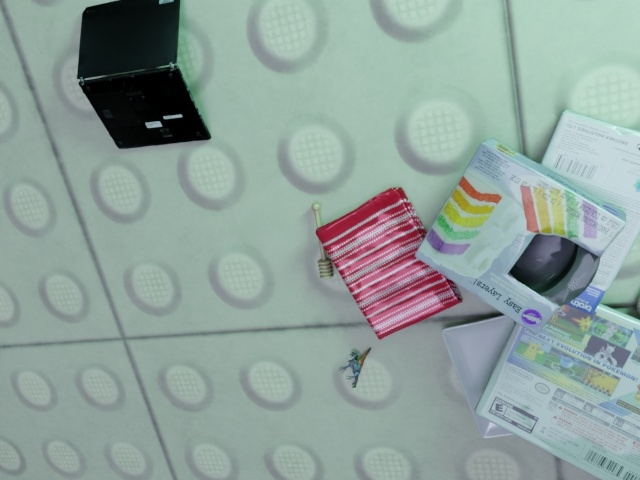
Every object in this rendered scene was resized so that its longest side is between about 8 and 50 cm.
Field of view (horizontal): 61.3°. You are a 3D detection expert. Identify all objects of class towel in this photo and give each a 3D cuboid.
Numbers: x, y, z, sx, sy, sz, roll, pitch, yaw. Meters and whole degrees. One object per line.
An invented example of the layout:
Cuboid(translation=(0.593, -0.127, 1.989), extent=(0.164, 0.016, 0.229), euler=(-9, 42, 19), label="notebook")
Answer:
Cuboid(translation=(0.135, 0.050, 1.076), extent=(0.199, 0.031, 0.274), euler=(-27, 100, 18), label="towel")

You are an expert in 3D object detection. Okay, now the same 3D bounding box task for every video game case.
Cuboid(translation=(0.493, 0.269, 0.982), extent=(0.329, 0.036, 0.299), euler=(25, 108, 20), label="video game case")

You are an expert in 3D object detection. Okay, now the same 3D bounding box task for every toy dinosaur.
Cuboid(translation=(0.082, 0.288, 1.191), extent=(0.090, 0.047, 0.082), euler=(-17, 123, 12), label="toy dinosaur")

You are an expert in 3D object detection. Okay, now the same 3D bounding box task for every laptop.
Cuboid(translation=(-0.356, -0.340, 1.109), extent=(0.234, 0.136, 0.264), euler=(-2, 135, 19), label="laptop")

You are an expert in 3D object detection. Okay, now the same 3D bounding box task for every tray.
Cuboid(translation=(0.358, 0.277, 1.101), extent=(0.145, 0.030, 0.270), euler=(-17, 104, 24), label="tray")

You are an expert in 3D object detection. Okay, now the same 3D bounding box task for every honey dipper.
Cuboid(translation=(0.000, 0.000, 1.114), extent=(0.031, 0.030, 0.160), euler=(-5, 105, 20), label="honey dipper")

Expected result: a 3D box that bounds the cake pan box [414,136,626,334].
Cuboid(translation=(0.333, -0.004, 0.922), extent=(0.267, 0.070, 0.245), euler=(35, 121, 14), label="cake pan box")

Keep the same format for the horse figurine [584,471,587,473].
Cuboid(translation=(0.591, 0.525, 1.101), extent=(0.175, 0.066, 0.263), euler=(26, 113, 14), label="horse figurine")

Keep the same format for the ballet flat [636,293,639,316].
Cuboid(translation=(0.660, 0.046, 0.873), extent=(0.107, 0.106, 0.316), euler=(40, 117, 0), label="ballet flat")

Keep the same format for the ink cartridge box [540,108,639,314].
Cuboid(translation=(0.444, -0.046, 0.923), extent=(0.186, 0.065, 0.311), euler=(24, 113, 18), label="ink cartridge box")
